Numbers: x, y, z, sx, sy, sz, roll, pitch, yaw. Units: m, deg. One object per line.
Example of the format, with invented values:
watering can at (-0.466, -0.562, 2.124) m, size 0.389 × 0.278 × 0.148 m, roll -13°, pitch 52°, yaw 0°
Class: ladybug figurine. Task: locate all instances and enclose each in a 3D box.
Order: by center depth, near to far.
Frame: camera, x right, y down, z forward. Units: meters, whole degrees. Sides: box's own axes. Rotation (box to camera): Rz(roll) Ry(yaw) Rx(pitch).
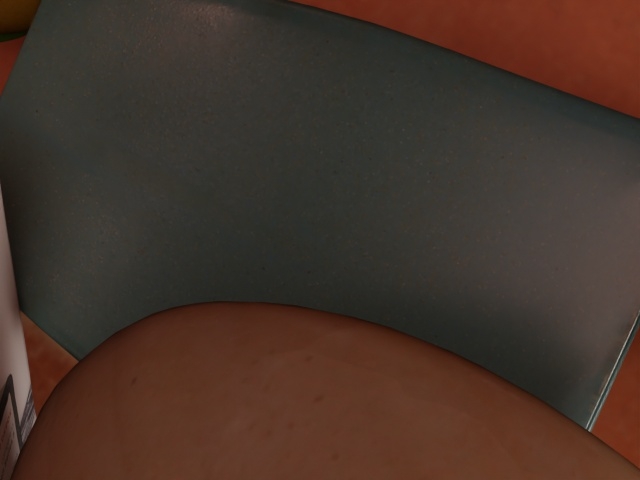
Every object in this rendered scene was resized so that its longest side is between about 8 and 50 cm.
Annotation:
ladybug figurine at (0.027, 0.212, 0.553) m, size 0.305 × 0.449 × 0.162 m, roll 13°, pitch 51°, yaw 33°

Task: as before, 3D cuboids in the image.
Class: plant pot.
plant pot at (0.000, 0.000, 0.658) m, size 0.234 × 0.165 × 0.165 m, roll 24°, pitch 94°, yaw 11°

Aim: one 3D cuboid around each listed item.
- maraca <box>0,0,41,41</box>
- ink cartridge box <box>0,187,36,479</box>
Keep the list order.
maraca at (-0.100, -0.162, 0.680) m, size 0.099 × 0.127 × 0.185 m, roll 27°, pitch 88°, yaw 31°
ink cartridge box at (-0.205, 0.092, 0.628) m, size 0.198 × 0.114 × 0.272 m, roll 6°, pitch 134°, yaw 6°
